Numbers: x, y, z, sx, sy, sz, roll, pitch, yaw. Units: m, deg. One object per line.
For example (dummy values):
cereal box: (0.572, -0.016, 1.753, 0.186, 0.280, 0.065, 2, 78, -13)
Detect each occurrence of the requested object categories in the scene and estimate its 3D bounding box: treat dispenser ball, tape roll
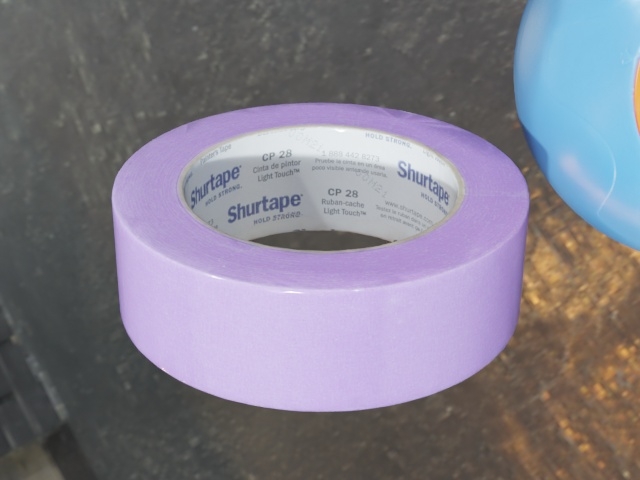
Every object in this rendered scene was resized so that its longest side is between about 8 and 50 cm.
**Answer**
treat dispenser ball: (0.288, -0.126, 0.985, 0.288, 0.288, 0.288, 24, 126, 37)
tape roll: (0.000, 0.000, 0.897, 0.274, 0.274, 0.090, 25, 128, 36)
